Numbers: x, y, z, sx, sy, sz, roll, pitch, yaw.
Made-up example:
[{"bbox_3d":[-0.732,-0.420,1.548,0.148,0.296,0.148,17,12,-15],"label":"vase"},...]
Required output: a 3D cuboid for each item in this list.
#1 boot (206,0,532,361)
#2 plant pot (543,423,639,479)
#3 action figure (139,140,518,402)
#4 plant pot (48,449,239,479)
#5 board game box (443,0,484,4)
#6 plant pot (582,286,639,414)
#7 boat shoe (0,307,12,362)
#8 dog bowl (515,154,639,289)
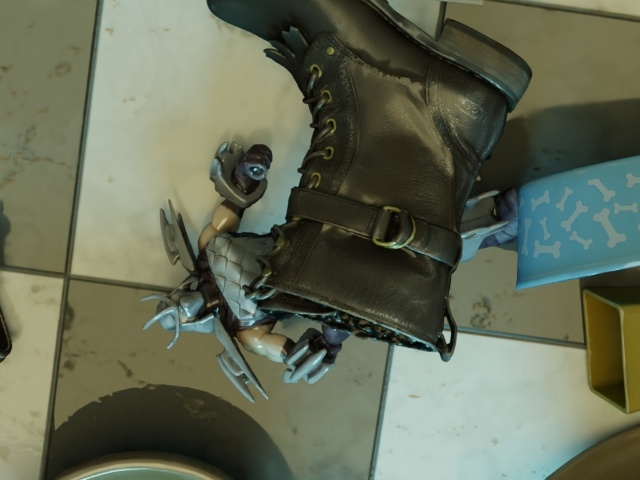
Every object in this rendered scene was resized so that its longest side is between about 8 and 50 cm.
[{"bbox_3d":[0.003,-0.057,1.186,0.263,0.091,0.229,22,77,9],"label":"boot"},{"bbox_3d":[0.315,0.317,1.249,0.323,0.323,0.280,-18,115,2],"label":"plant pot"},{"bbox_3d":[0.000,0.000,1.264,0.285,0.099,0.185,-25,81,-5],"label":"action figure"},{"bbox_3d":[-0.130,0.263,1.306,0.237,0.110,0.237,0,99,-2],"label":"plant pot"},{"bbox_3d":[0.038,-0.329,1.237,0.193,0.053,0.305,6,99,-3],"label":"board game box"},{"bbox_3d":[0.249,0.076,1.300,0.083,0.081,0.082,-7,100,-11],"label":"plant pot"},{"bbox_3d":[-0.275,-0.003,1.276,0.073,0.073,0.207,-27,99,5],"label":"boat shoe"},{"bbox_3d":[0.271,-0.028,1.225,0.297,0.166,0.074,-10,87,-18],"label":"dog bowl"}]
